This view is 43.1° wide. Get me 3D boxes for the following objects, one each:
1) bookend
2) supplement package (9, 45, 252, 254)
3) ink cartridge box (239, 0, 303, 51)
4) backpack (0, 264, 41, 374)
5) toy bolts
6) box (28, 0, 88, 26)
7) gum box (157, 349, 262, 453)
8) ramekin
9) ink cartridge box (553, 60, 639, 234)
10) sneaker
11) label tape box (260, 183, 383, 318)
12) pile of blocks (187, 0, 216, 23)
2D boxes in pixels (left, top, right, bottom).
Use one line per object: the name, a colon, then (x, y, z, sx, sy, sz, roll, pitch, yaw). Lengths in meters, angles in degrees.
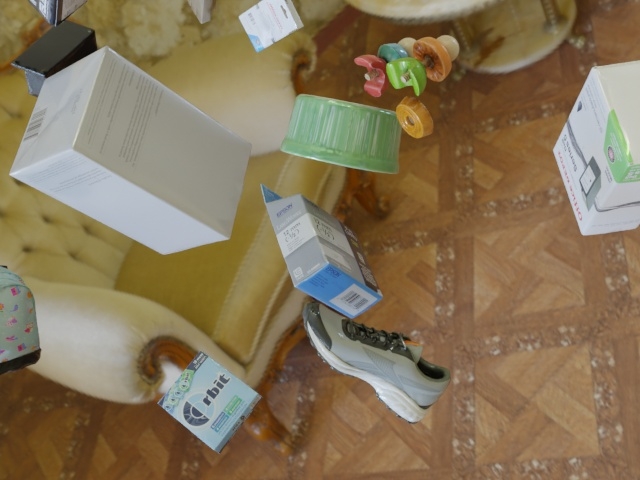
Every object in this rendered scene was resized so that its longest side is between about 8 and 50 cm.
bookend: (-0.487, -0.302, 1.517, 0.072, 0.157, 0.156, 21, 51, 11)
supplement package: (-0.279, -0.123, 1.235, 0.175, 0.293, 0.177, -13, 56, 41)
ink cartridge box: (-0.114, -0.556, 2.030, 0.060, 0.104, 0.180, -36, 15, -37)
backpack: (-0.538, 0.131, 1.352, 0.115, 0.181, 0.152, 18, 26, 41)
toy bolts: (0.215, -0.372, 1.837, 0.158, 0.218, 0.228, -37, 41, -18)
box: (-0.469, -0.533, 1.198, 0.097, 0.318, 0.395, -48, 7, -21)
gum box: (-0.251, 0.364, 1.841, 0.184, 0.041, 0.157, 32, 75, 26)
ramekin: (0.060, -0.268, 2.013, 0.303, 0.303, 0.148, 19, 102, 42)
ink cartridge box: (0.525, -0.156, 1.441, 0.115, 0.273, 0.198, -9, 65, -3)
sneaker: (0.086, 0.169, 1.257, 0.108, 0.272, 0.100, -48, 18, 20)
label tape box: (0.000, 0.000, 2.049, 0.115, 0.249, 0.347, -35, 50, 20)
pile of blocks: (-0.195, -0.554, 1.395, 0.113, 0.362, 0.149, -28, 55, -18)
